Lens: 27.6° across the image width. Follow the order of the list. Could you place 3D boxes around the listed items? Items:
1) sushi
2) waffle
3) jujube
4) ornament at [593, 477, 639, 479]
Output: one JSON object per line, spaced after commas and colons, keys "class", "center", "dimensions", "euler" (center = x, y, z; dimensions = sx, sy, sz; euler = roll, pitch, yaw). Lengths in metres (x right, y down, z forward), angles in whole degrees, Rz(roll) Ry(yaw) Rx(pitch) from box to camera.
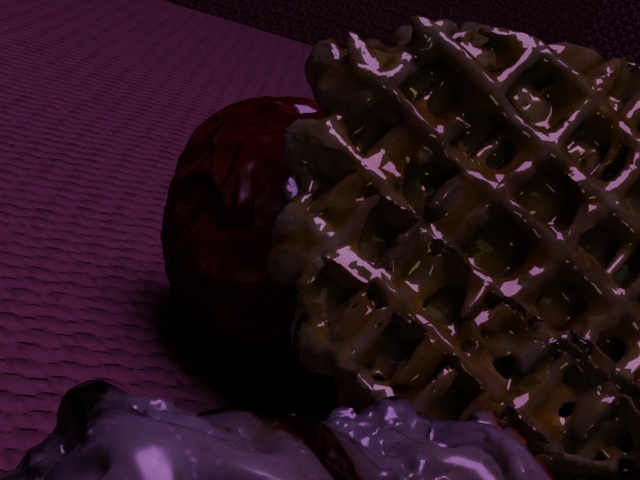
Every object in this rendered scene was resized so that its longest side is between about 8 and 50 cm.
{"class": "sushi", "center": [-0.018, 0.128, 0.526], "dimensions": [0.332, 0.124, 0.130], "euler": [11, 20, -42]}
{"class": "waffle", "center": [0.124, 0.003, 0.772], "dimensions": [0.317, 0.297, 0.073], "euler": [3, -19, -19]}
{"class": "jujube", "center": [0.000, 0.000, 0.897], "dimensions": [0.213, 0.213, 0.232], "euler": [15, 17, -27]}
{"class": "ornament", "center": [0.170, 0.141, 0.798], "dimensions": [0.201, 0.059, 0.180], "euler": [-6, 57, -12]}
